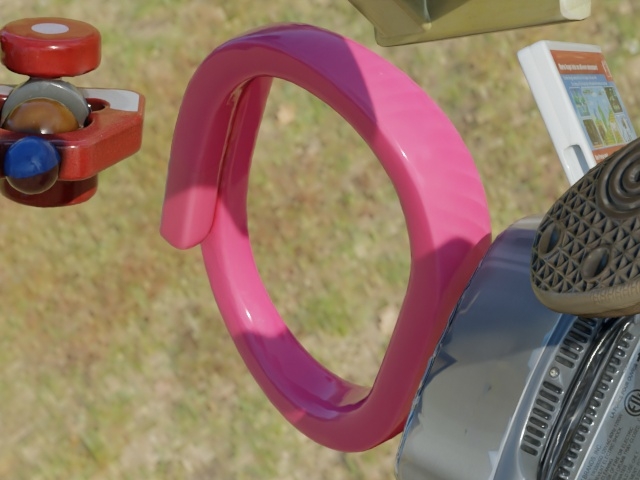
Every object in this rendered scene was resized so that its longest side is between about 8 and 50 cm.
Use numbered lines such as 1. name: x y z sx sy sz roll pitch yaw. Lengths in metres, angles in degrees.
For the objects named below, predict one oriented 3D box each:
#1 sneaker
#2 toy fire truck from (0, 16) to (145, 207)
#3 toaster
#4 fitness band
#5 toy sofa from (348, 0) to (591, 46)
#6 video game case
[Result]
1. sneaker: 0.157 -0.007 0.615 0.188 0.071 0.066 -26 41 39
2. toy fire truck: -0.316 -0.099 1.715 0.302 0.169 0.254 3 23 -4
3. toaster: 0.126 0.086 0.899 0.227 0.129 0.146 -66 20 -4
4. fitness band: 0.000 0.000 1.068 0.054 0.291 0.209 -33 65 -33
5. toy sofa: -0.087 -0.151 0.680 0.363 0.177 0.150 -6 4 -27
6. video game case: 0.229 -0.010 1.361 0.025 0.285 0.204 -23 -3 20
